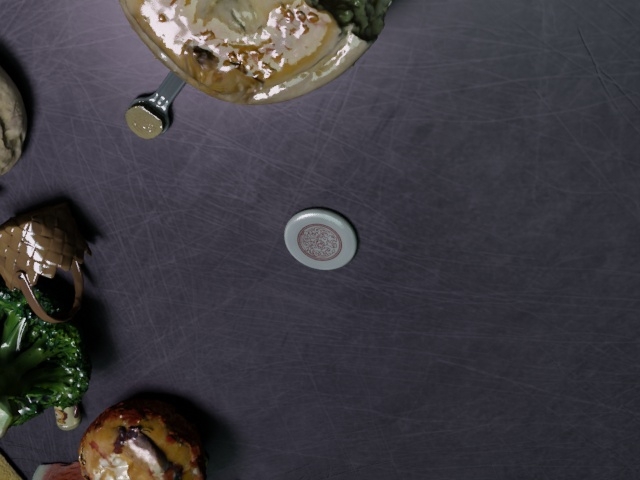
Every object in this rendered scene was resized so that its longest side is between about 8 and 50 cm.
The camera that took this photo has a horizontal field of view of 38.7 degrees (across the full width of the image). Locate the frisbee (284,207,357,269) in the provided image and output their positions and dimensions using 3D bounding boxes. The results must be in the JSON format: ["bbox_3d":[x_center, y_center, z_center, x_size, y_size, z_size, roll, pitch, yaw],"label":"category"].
[{"bbox_3d":[0.000,0.000,1.333,0.110,0.014,0.110,8,127,10],"label":"frisbee"}]

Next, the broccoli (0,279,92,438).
[{"bbox_3d":[-0.524,0.193,1.461,0.298,0.297,0.297,-1,110,-2],"label":"broccoli"}]

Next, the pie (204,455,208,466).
[{"bbox_3d":[-0.247,0.407,1.709,0.085,0.017,0.085,9,127,13],"label":"pie"}]

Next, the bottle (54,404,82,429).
[{"bbox_3d":[-0.472,0.300,1.675,0.063,0.047,0.101,1,125,4],"label":"bottle"}]

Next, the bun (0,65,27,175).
[{"bbox_3d":[-0.530,-0.171,1.295,0.210,0.116,0.237,15,128,6],"label":"bun"}]

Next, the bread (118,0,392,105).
[{"bbox_3d":[-0.090,-0.261,1.058,0.314,0.171,0.192,20,121,-3],"label":"bread"}]

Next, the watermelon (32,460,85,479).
[{"bbox_3d":[-0.432,0.552,1.802,0.318,0.148,0.226,30,121,-9],"label":"watermelon"}]

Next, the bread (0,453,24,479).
[{"bbox_3d":[-0.754,0.543,1.858,0.264,0.198,0.236,-12,115,26],"label":"bread"}]

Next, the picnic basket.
[{"bbox_3d":[-0.422,0.041,1.413,0.138,0.128,0.178,-13,104,28],"label":"picnic basket"}]

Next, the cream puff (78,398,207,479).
[{"bbox_3d":[-0.305,0.382,1.613,0.240,0.164,0.240,17,123,29],"label":"cream puff"}]

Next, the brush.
[{"bbox_3d":[-0.181,-0.228,1.206,0.062,0.027,0.266,36,127,-12],"label":"brush"}]
